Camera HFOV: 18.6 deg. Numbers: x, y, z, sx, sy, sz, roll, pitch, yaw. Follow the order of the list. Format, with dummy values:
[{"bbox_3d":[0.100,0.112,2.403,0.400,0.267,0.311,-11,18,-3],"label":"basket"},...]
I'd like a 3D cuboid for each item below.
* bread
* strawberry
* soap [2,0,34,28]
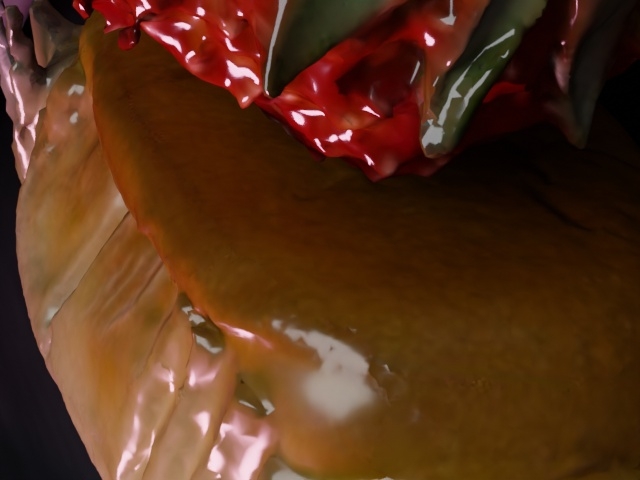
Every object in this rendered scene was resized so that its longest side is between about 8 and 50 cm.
[{"bbox_3d":[0.011,0.000,0.789,0.388,0.236,0.183,57,132,45],"label":"bread"},{"bbox_3d":[-0.006,-0.173,0.701,0.343,0.292,0.292,21,94,56],"label":"strawberry"},{"bbox_3d":[-0.304,-0.142,1.073,0.156,0.261,0.446,51,123,34],"label":"soap"}]
